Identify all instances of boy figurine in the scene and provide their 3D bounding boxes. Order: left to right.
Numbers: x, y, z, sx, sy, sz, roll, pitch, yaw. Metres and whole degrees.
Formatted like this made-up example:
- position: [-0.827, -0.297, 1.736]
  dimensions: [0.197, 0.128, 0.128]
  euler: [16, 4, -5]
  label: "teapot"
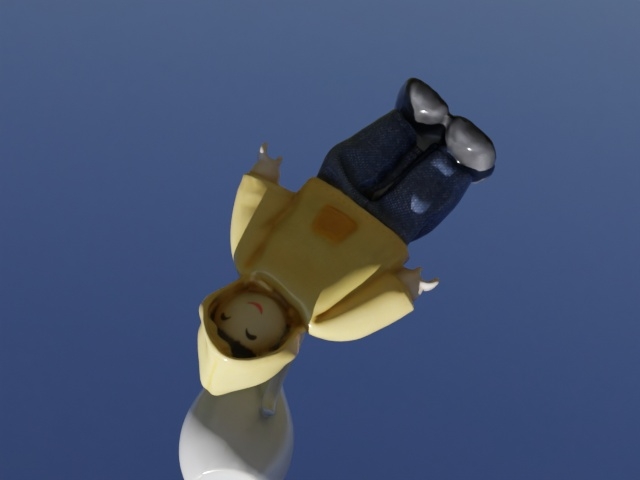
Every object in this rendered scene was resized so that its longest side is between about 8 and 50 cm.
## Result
- position: [0.000, 0.000, 1.508]
  dimensions: [0.177, 0.285, 0.092]
  euler: [44, 165, 10]
  label: "boy figurine"

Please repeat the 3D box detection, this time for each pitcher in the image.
- position: [-0.076, 0.184, 2.153]
  dimensions: [0.125, 0.178, 0.207]
  euler: [25, -135, -16]
  label: "pitcher"
